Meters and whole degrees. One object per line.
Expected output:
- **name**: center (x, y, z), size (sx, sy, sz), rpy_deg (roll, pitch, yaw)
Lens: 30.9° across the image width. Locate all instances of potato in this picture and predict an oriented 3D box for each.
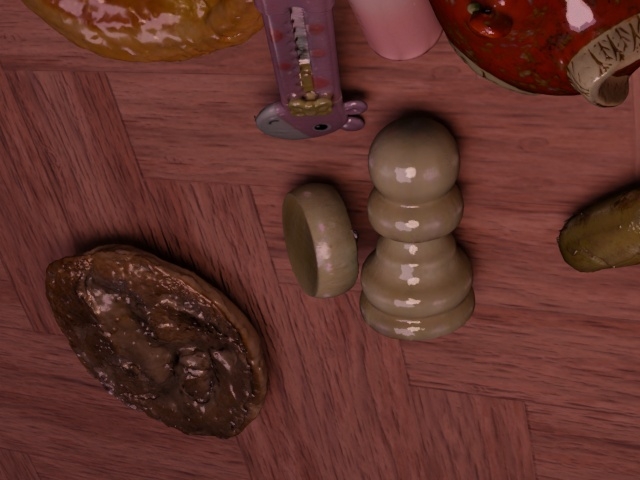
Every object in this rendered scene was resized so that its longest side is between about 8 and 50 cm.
- **potato**: center (0.341, -0.014, 1.262), size (0.105, 0.085, 0.188), rpy_deg (31, 145, -31)

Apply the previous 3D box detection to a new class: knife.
- **knife**: center (-0.018, -0.185, 1.200), size (0.132, 0.038, 0.398), rpy_deg (-5, 160, 1)

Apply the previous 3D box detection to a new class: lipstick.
- **lipstick**: center (0.045, -0.283, 1.074), size (0.087, 0.087, 0.327), rpy_deg (11, 163, 21)

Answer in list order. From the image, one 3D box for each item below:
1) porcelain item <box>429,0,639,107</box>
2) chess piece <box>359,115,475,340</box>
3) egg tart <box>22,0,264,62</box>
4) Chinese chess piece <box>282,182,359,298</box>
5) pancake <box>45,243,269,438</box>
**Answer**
- **porcelain item**: center (0.201, -0.226, 1.046), size (0.253, 0.253, 0.253), rpy_deg (15, 134, 17)
- **chess piece**: center (0.110, -0.023, 1.347), size (0.144, 0.144, 0.251), rpy_deg (11, 128, 21)
- **egg tart**: center (-0.186, -0.396, 1.150), size (0.443, 0.178, 0.443), rpy_deg (15, 131, 18)
- **Chinese chess piece**: center (0.000, 0.000, 1.427), size (0.058, 0.144, 0.144), rpy_deg (-12, 134, -16)
- **pancake**: center (-0.244, 0.148, 1.727), size (0.387, 0.082, 0.387), rpy_deg (16, 138, 15)
